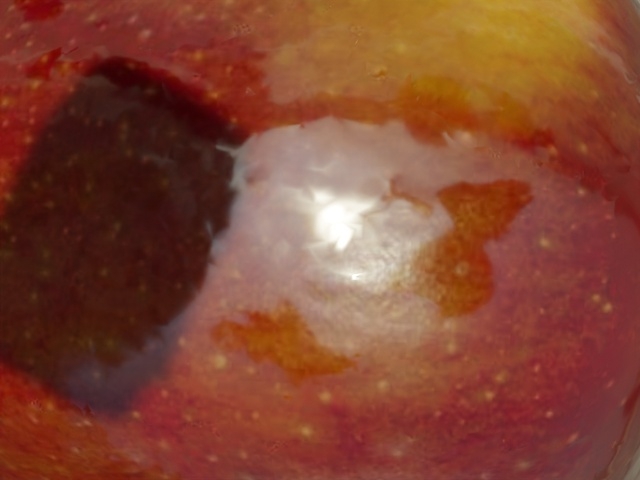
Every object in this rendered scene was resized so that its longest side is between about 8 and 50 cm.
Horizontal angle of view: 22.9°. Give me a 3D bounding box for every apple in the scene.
[{"bbox_3d":[0.000,0.000,0.601,0.316,0.288,0.288,1,138,4],"label":"apple"}]
